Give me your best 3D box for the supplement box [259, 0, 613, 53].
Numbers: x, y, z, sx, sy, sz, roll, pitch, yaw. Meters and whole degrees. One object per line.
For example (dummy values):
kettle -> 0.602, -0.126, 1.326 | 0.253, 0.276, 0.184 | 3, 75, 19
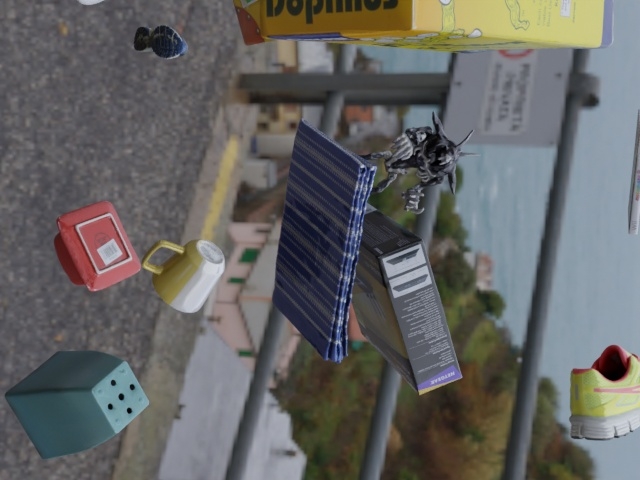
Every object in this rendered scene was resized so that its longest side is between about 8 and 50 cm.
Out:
supplement box -> 0.130, -0.295, 1.096 | 0.356, 0.194, 0.195 | -7, 100, -47

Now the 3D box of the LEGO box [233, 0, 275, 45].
LEGO box -> 0.019, -0.575, 1.559 | 0.372, 0.193, 0.500 | -24, 105, -33

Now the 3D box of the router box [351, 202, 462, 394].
router box -> 0.112, 0.083, 1.781 | 0.309, 0.081, 0.243 | -139, -151, -69

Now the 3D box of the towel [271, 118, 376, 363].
towel -> 0.000, 0.000, 1.723 | 0.040, 0.243, 0.336 | -2, 113, -28

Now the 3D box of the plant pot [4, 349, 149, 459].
plant pot -> -0.470, 0.323, 2.164 | 0.165, 0.234, 0.165 | -42, 113, -45

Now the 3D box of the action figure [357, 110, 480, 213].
action figure -> 0.154, -0.130, 1.966 | 0.141, 0.276, 0.164 | -83, 156, -67

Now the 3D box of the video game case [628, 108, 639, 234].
video game case -> 0.358, -0.078, 1.221 | 0.087, 0.011, 0.122 | -58, 150, -63

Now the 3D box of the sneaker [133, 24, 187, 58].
sneaker -> -0.248, -0.324, 1.763 | 0.058, 0.135, 0.052 | 1, 106, -40

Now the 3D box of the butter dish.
butter dish -> -0.456, 0.023, 2.099 | 0.160, 0.118, 0.160 | -29, 94, -56

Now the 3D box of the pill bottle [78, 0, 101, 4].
pill bottle -> -0.482, -0.572, 2.143 | 0.186, 0.112, 0.112 | 55, 18, 10

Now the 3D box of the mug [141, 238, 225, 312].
mug -> -0.137, 0.032, 1.116 | 0.078, 0.064, 0.062 | 2, 48, -51

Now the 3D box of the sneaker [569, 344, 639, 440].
sneaker -> 0.361, 0.162, 1.245 | 0.208, 0.081, 0.094 | -11, 89, -41
